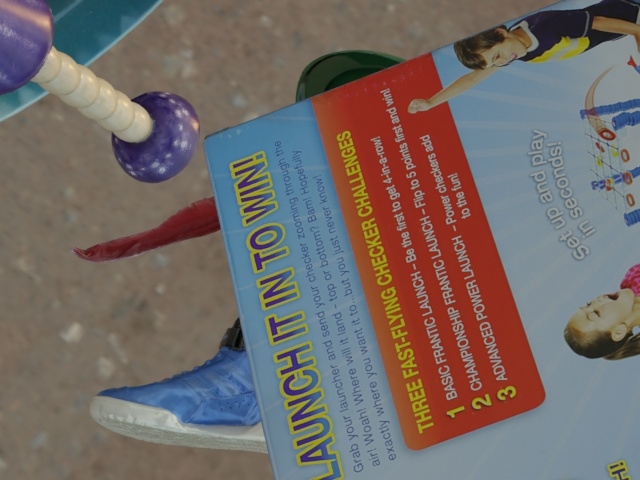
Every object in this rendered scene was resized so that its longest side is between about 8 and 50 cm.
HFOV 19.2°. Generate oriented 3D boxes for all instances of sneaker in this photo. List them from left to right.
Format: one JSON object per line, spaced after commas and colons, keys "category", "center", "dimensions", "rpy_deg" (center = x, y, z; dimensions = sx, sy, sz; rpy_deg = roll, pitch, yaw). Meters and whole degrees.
{"category": "sneaker", "center": [-0.071, 0.090, 1.242], "dimensions": [0.058, 0.152, 0.085], "rpy_deg": [87, 9, -72]}

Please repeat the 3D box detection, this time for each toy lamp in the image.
{"category": "toy lamp", "center": [-0.172, -0.109, 1.274], "dimensions": [0.080, 0.080, 0.274], "rpy_deg": [-60, 150, 0]}

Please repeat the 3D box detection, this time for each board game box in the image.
{"category": "board game box", "center": [0.127, 0.038, 0.775], "dimensions": [0.302, 0.308, 0.086], "rpy_deg": [-20, 141, 8]}

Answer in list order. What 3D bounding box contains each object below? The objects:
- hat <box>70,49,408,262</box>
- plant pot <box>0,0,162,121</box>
{"category": "hat", "center": [0.000, 0.000, 1.208], "dimensions": [0.173, 0.208, 0.183], "rpy_deg": [52, 60, -19]}
{"category": "plant pot", "center": [-0.268, -0.255, 1.438], "dimensions": [0.271, 0.255, 0.271], "rpy_deg": [-38, 176, -3]}
